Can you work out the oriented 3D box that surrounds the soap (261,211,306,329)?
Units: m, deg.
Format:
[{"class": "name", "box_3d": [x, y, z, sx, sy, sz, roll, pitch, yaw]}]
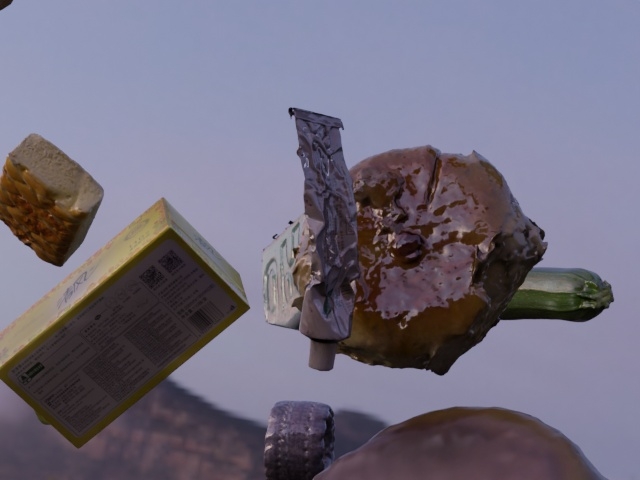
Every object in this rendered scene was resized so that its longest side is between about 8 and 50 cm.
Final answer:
[{"class": "soap", "box_3d": [0.007, 0.036, 1.895, 0.091, 0.145, 0.230, 12, -32, -24]}]

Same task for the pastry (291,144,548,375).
[{"class": "pastry", "box_3d": [0.093, 0.011, 1.664, 0.235, 0.257, 0.121, 36, -10, 25]}]

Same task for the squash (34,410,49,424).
[{"class": "squash", "box_3d": [-0.257, 0.112, 1.825, 0.085, 0.192, 0.184, 43, -30, -16]}]

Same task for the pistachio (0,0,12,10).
[{"class": "pistachio", "box_3d": [-0.430, -0.340, 1.770, 0.157, 0.157, 0.229, 1, -36, 38]}]

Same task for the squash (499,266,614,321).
[{"class": "squash", "box_3d": [0.284, 0.069, 2.038, 0.077, 0.068, 0.219, -16, 10, -39]}]

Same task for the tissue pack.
[{"class": "tissue pack", "box_3d": [-0.151, 0.062, 1.210, 0.095, 0.176, 0.062, 46, 10, -26]}]

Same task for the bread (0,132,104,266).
[{"class": "bread", "box_3d": [-0.347, -0.050, 2.020, 0.125, 0.068, 0.188, 39, -27, -2]}]

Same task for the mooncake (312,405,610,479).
[{"class": "mooncake", "box_3d": [0.141, 0.363, 1.498, 0.246, 0.393, 0.394, 44, -2, -38]}]

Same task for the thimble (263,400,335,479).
[{"class": "thimble", "box_3d": [-0.032, 0.329, 2.563, 0.097, 0.150, 0.150, 3, -12, 9]}]

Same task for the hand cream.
[{"class": "hand cream", "box_3d": [0.003, 0.000, 1.568, 0.050, 0.257, 0.084, -1, -2, 39]}]
